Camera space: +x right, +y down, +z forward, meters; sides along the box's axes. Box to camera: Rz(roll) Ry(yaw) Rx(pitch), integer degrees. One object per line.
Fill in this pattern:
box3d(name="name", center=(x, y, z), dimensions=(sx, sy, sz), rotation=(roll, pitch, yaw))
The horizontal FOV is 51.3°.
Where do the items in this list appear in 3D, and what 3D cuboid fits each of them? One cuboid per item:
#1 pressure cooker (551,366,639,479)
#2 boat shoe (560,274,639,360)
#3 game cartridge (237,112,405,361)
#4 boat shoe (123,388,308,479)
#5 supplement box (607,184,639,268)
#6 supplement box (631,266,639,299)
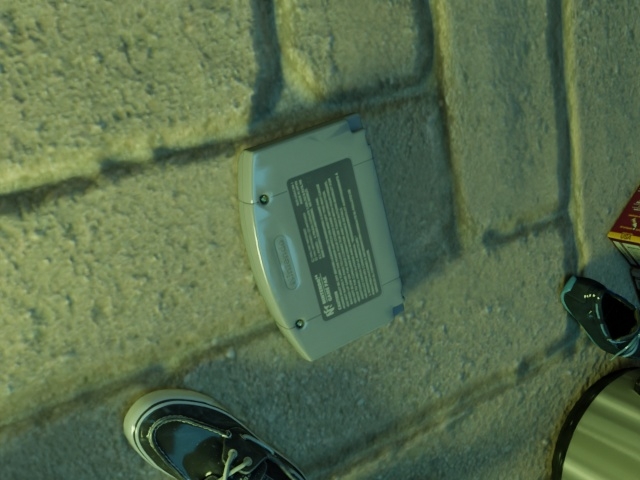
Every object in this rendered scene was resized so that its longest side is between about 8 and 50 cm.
box3d(name="pressure cooker", center=(0.668, 0.440, 1.129), dimensions=(0.370, 0.420, 0.375), rotation=(-50, 117, -11))
box3d(name="boat shoe", center=(0.527, 0.155, 1.187), dimensions=(0.258, 0.089, 0.109), rotation=(28, 86, -30))
box3d(name="game cartridge", center=(0.000, 0.000, 0.889), dimensions=(0.198, 0.062, 0.297), rotation=(-21, 109, -20))
box3d(name="boat shoe", center=(-0.113, 0.293, 0.853), dimensions=(0.301, 0.102, 0.108), rotation=(44, 78, -28))
box3d(name="supplement box", center=(0.620, -0.047, 1.204), dimensions=(0.104, 0.080, 0.188), rotation=(41, 79, -28))
box3d(name="supplement box", center=(0.694, 0.121, 1.282), dimensions=(0.130, 0.073, 0.239), rotation=(-38, 116, -18))
